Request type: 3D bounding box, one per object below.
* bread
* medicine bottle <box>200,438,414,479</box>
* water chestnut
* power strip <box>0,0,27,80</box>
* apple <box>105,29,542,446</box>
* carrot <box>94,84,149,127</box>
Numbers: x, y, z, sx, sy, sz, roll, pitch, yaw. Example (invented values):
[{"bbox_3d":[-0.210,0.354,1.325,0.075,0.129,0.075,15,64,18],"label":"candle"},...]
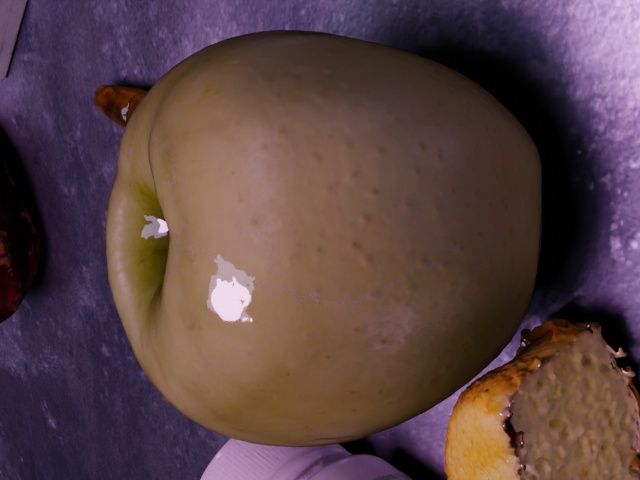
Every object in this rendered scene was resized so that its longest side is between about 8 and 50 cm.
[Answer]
[{"bbox_3d":[0.189,0.199,1.026,0.147,0.160,0.260,6,120,54],"label":"bread"},{"bbox_3d":[0.040,0.329,1.217,0.340,0.208,0.208,31,130,36],"label":"medicine bottle"},{"bbox_3d":[-0.567,-0.014,1.665,0.350,0.302,0.350,25,129,35],"label":"water chestnut"},{"bbox_3d":[-0.433,-0.290,1.569,0.093,0.053,0.288,51,139,17],"label":"power strip"},{"bbox_3d":[0.000,0.000,0.988,0.357,0.357,0.357,25,127,39],"label":"apple"},{"bbox_3d":[-0.158,-0.128,1.335,0.314,0.066,0.066,25,126,44],"label":"carrot"}]
